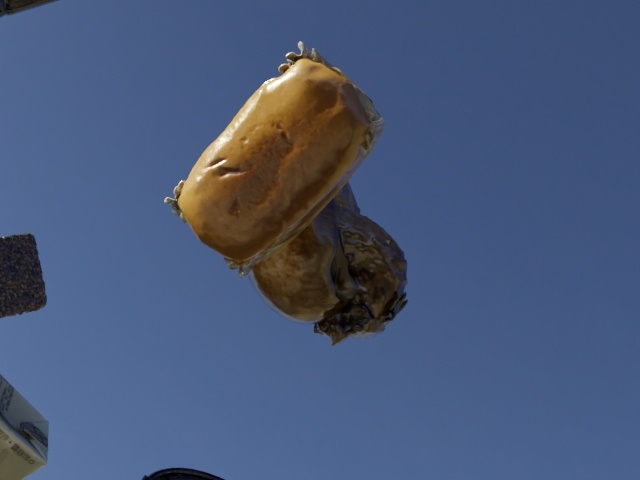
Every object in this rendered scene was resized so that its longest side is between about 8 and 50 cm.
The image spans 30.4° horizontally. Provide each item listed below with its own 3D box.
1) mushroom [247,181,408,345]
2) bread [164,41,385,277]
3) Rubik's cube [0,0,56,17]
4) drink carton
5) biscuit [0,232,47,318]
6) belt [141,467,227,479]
[{"bbox_3d":[-0.007,0.011,1.571,0.283,0.195,0.263,57,0,19],"label":"mushroom"},{"bbox_3d":[-0.046,-0.086,1.304,0.136,0.107,0.241,44,-80,4],"label":"bread"},{"bbox_3d":[-0.554,-0.474,1.686,0.318,0.316,0.313,17,-54,48],"label":"Rubik's cube"},{"bbox_3d":[-0.587,0.255,1.778,0.194,0.132,0.324,-33,-62,8],"label":"drink carton"},{"bbox_3d":[-0.520,0.062,1.854,0.026,0.237,0.131,-12,-89,28],"label":"biscuit"},{"bbox_3d":[-0.134,0.341,1.356,0.198,0.151,0.078,23,-64,-28],"label":"belt"}]
